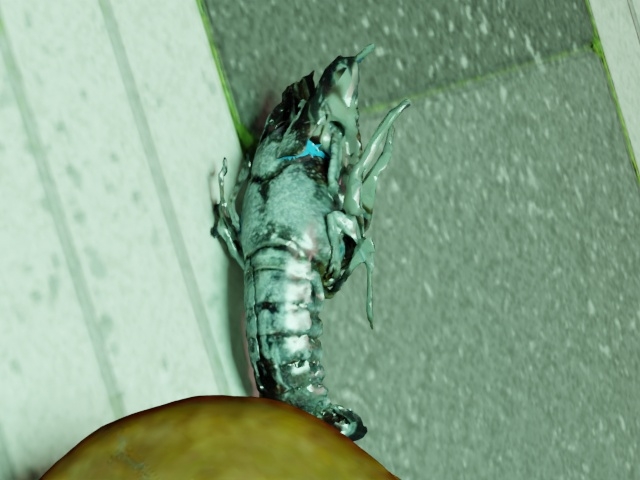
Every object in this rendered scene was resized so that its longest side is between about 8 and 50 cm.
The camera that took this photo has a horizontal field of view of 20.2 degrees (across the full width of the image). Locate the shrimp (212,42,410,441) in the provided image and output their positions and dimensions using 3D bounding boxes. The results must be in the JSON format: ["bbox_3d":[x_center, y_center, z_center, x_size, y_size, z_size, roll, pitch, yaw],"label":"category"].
[{"bbox_3d":[-0.002,0.000,0.773,0.076,0.082,0.174,17,71,-56],"label":"shrimp"}]

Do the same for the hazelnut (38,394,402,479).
[{"bbox_3d":[-0.024,0.141,0.613,0.182,0.182,0.182,25,58,-48],"label":"hazelnut"}]
